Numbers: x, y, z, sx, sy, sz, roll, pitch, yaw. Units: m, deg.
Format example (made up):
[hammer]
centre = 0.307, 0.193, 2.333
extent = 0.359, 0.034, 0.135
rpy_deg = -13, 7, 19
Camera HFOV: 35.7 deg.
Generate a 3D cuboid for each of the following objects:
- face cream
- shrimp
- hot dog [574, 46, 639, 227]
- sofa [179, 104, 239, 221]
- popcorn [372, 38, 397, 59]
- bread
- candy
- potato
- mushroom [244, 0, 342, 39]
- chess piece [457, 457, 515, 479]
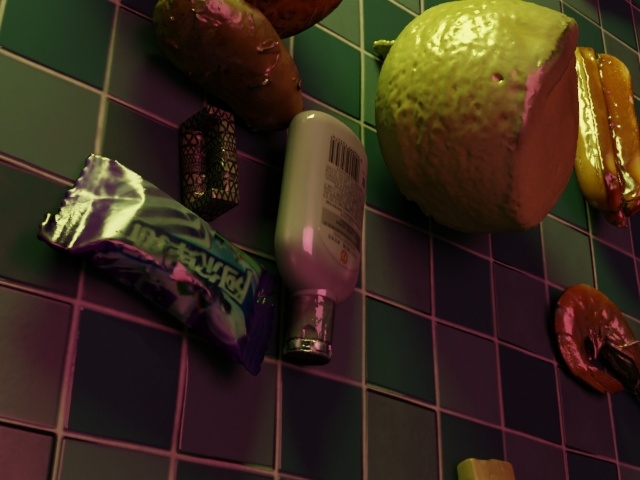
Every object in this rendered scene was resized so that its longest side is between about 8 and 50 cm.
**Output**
[face cream]
centre = 0.000, 0.000, 1.153
extent = 0.144, 0.071, 0.291
rpy_deg = 35, 53, -50
[shrimp]
centre = 0.436, 0.172, 1.494
extent = 0.249, 0.068, 0.150
rpy_deg = 40, 60, -15
[hot dog]
centre = 0.469, -0.173, 1.668
extent = 0.135, 0.100, 0.337
rpy_deg = 15, 59, -28
[sofa]
centre = -0.124, -0.085, 1.101
extent = 0.039, 0.060, 0.118
rpy_deg = 15, 60, -42
[popcorn]
centre = 0.116, -0.265, 1.415
extent = 0.083, 0.059, 0.068
rpy_deg = 25, 54, -22
[bread]
centre = 0.219, -0.171, 1.332
extent = 0.320, 0.237, 0.320
rpy_deg = -24, 120, -50
[candy]
centre = -0.153, 0.021, 1.020
extent = 0.275, 0.070, 0.145
rpy_deg = 36, 41, -22
[potato]
centre = -0.100, -0.211, 1.150
extent = 0.225, 0.117, 0.090
rpy_deg = 43, 35, -33
[mushroom]
centre = -0.055, -0.369, 1.200
extent = 0.253, 0.153, 0.253
rpy_deg = -23, 121, -43
[chess piece]
centre = 0.215, 0.357, 1.192
extent = 0.090, 0.090, 0.200
rpy_deg = 23, 45, -33
